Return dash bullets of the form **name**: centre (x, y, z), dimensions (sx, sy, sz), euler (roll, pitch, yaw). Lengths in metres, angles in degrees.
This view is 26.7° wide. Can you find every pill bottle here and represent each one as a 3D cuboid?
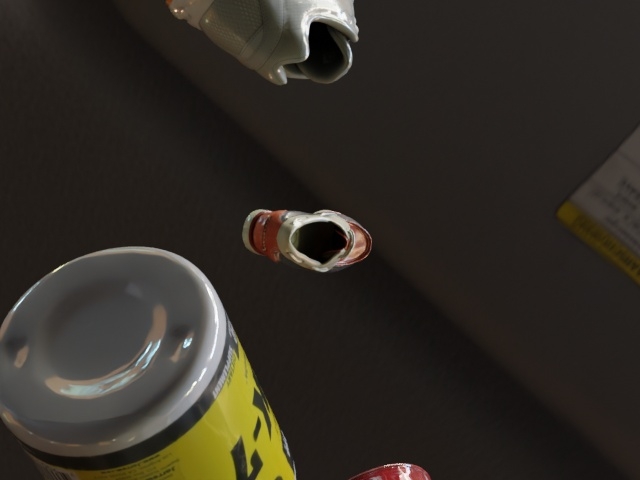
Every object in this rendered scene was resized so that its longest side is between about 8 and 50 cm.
- **pill bottle**: centre (-0.080, 0.111, 0.709), dimensions (0.119, 0.208, 0.119), euler (-9, -132, 10)

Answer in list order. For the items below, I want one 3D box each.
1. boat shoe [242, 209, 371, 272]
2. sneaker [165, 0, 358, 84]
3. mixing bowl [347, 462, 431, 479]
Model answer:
- **boat shoe**: centre (0.000, 0.000, 1.004), dimensions (0.043, 0.137, 0.049), euler (7, -91, 37)
- **sneaker**: centre (-0.011, -0.174, 1.033), dimensions (0.121, 0.099, 0.262), euler (48, -148, 5)
- **mixing bowl**: centre (0.044, 0.272, 1.047), dimensions (0.181, 0.181, 0.098), euler (-31, -128, -18)
